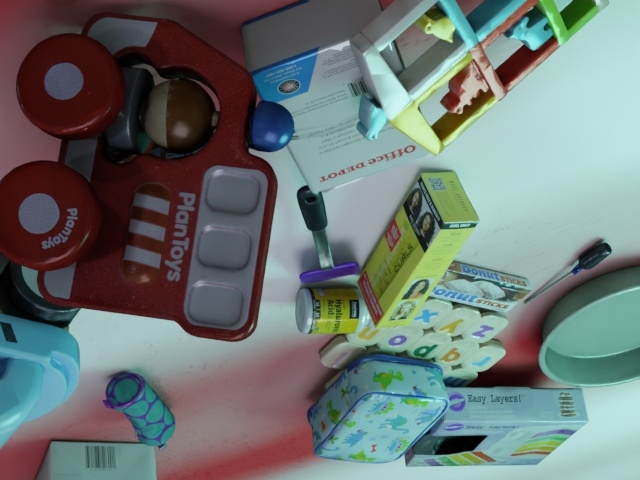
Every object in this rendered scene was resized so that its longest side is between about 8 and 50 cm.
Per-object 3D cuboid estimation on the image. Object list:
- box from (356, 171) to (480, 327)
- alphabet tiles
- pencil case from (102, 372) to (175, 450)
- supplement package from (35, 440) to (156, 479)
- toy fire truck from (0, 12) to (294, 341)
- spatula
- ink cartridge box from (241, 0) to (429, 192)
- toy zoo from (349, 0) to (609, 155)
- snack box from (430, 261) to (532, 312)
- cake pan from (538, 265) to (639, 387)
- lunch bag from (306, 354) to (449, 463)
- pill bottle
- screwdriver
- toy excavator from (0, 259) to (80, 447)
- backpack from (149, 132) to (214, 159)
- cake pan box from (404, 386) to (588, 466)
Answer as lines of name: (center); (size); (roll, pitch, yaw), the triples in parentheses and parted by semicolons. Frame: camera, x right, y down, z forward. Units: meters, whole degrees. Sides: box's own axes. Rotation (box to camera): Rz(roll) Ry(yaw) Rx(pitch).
box: (0.123, 0.016, 1.373); (0.058, 0.087, 0.232); (-3, 144, -26)
alphabet tiles: (0.147, 0.177, 1.641); (0.284, 0.021, 0.278); (16, 134, -31)
pencil case: (-0.275, 0.261, 1.600); (0.070, 0.064, 0.151); (-35, 143, -10)
supplement package: (-0.397, 0.485, 1.762); (0.178, 0.175, 0.293); (7, 139, -25)
toy fire truck: (-0.160, -0.065, 1.017); (0.254, 0.302, 0.169); (8, 171, 5)
spatula: (0.000, 0.000, 1.328); (0.084, 0.030, 0.296); (-12, 152, 2)
ink cartridge box: (0.021, -0.160, 1.124); (0.148, 0.085, 0.203); (-19, 142, 8)
toy zoo: (0.150, -0.206, 1.055); (0.293, 0.030, 0.192); (-42, 141, 4)
snack box: (0.220, 0.066, 1.518); (0.178, 0.022, 0.064); (13, 137, -29)
cake pan: (0.481, 0.135, 1.649); (0.293, 0.054, 0.293); (-7, 142, -6)
lunch bag: (0.092, 0.270, 1.655); (0.176, 0.090, 0.219); (10, 138, -24)
pill bottle: (0.027, 0.099, 1.474); (0.116, 0.065, 0.065); (1, 141, -17)
screwdriver: (0.365, 0.055, 1.545); (0.025, 0.024, 0.170); (35, 130, -9)
toy excavator: (-0.475, 0.198, 1.154); (0.433, 0.445, 0.222); (17, 133, -33)
backpack: (-0.172, -0.040, 1.181); (0.173, 0.158, 0.117); (-23, 151, -5)
cake pan box: (0.287, 0.321, 1.789); (0.267, 0.070, 0.245); (3, 149, -12)
